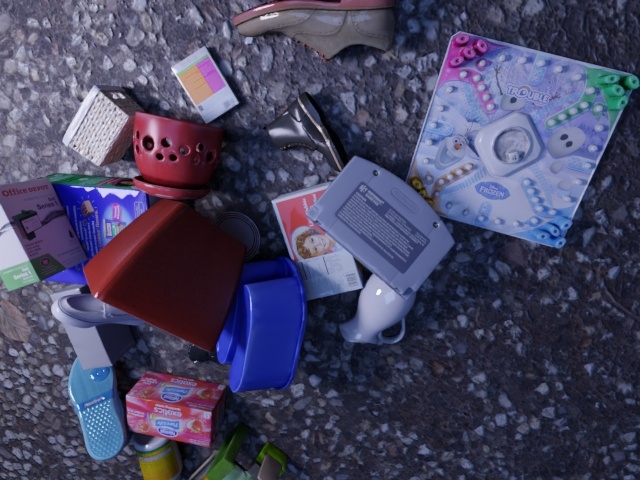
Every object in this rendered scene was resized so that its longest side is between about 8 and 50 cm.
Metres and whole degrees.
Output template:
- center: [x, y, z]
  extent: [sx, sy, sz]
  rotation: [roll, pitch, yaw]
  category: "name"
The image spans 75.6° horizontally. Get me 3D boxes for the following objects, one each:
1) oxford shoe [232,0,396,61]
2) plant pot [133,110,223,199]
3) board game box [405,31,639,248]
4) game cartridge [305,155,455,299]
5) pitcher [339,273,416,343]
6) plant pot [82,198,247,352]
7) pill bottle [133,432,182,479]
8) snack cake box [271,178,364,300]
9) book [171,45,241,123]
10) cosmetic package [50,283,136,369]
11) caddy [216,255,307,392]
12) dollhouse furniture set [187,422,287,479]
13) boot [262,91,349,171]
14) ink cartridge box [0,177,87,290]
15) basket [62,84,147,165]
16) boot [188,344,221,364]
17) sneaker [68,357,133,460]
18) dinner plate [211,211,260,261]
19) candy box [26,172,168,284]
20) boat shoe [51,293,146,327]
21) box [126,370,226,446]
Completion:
- center: [-0.016, -0.440, 0.865]
  extent: [0.347, 0.123, 0.130]
  rotation: [3, 124, 15]
  category: "oxford shoe"
- center: [-0.325, -0.189, 0.941]
  extent: [0.191, 0.191, 0.174]
  rotation: [11, 104, 5]
  category: "plant pot"
- center: [0.418, -0.208, 0.906]
  extent: [0.389, 0.050, 0.390]
  rotation: [16, 109, 4]
  category: "board game box"
- center: [0.140, -0.036, 0.912]
  extent: [0.297, 0.062, 0.198]
  rotation: [41, 82, -4]
  category: "game cartridge"
- center: [0.169, 0.172, 1.033]
  extent: [0.177, 0.126, 0.207]
  rotation: [19, 118, -23]
  category: "pitcher"
- center: [-0.325, 0.053, 0.924]
  extent: [0.267, 0.267, 0.236]
  rotation: [38, 77, -32]
  category: "plant pot"
- center: [-0.494, 0.678, 1.275]
  extent: [0.117, 0.117, 0.209]
  rotation: [-4, 107, 10]
  category: "pill bottle"
- center: [0.000, 0.000, 1.010]
  extent: [0.152, 0.089, 0.265]
  rotation: [-14, 104, 14]
  category: "snack cake box"
- center: [-0.266, -0.363, 0.969]
  extent: [0.096, 0.035, 0.144]
  rotation: [-28, 101, 12]
  category: "book"
- center: [-0.627, 0.225, 1.152]
  extent: [0.107, 0.127, 0.238]
  rotation: [-14, 106, 12]
  category: "cosmetic package"
- center: [-0.134, 0.205, 1.013]
  extent: [0.179, 0.241, 0.342]
  rotation: [2, 111, -30]
  category: "caddy"
- center: [-0.270, 0.738, 1.242]
  extent: [0.197, 0.151, 0.301]
  rotation: [39, 108, -5]
  category: "dollhouse furniture set"
- center: [-0.032, -0.222, 0.963]
  extent: [0.137, 0.077, 0.198]
  rotation: [-31, 87, 20]
  category: "boot"
- center: [-0.661, -0.021, 0.935]
  extent: [0.092, 0.160, 0.220]
  rotation: [-16, 103, 12]
  category: "ink cartridge box"
- center: [-0.510, -0.272, 0.992]
  extent: [0.103, 0.113, 0.167]
  rotation: [40, 108, -9]
  category: "basket"
- center: [-0.323, 0.298, 1.174]
  extent: [0.099, 0.045, 0.121]
  rotation: [7, 109, 9]
  category: "boot"
- center: [-0.656, 0.492, 1.244]
  extent: [0.127, 0.208, 0.319]
  rotation: [-13, 69, -21]
  category: "sneaker"
- center: [-0.224, -0.009, 1.078]
  extent: [0.141, 0.017, 0.141]
  rotation: [2, 107, 8]
  category: "dinner plate"
- center: [-0.560, -0.024, 1.068]
  extent: [0.316, 0.122, 0.269]
  rotation: [5, 109, 6]
  category: "candy box"
- center: [-0.537, 0.167, 1.064]
  extent: [0.088, 0.267, 0.096]
  rotation: [-45, 56, 15]
  category: "boat shoe"
- center: [-0.415, 0.487, 1.202]
  extent: [0.256, 0.123, 0.128]
  rotation: [9, 109, 6]
  category: "box"
